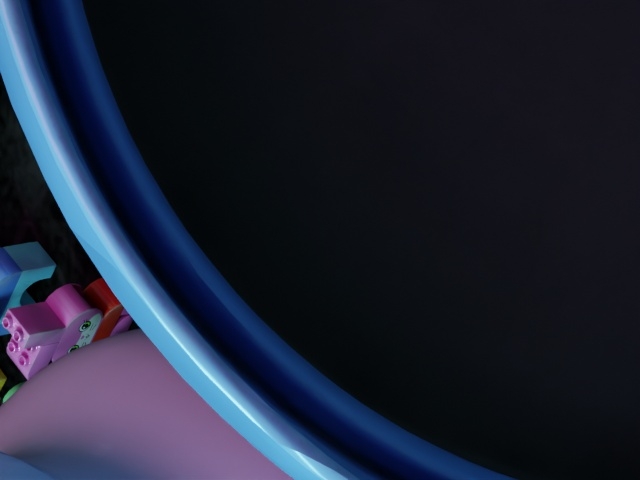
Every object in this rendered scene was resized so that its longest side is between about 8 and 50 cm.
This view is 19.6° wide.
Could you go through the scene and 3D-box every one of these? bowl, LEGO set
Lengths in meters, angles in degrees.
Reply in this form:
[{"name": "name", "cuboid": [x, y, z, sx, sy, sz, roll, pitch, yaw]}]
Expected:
[{"name": "bowl", "cuboid": [0.100, -0.097, 0.475, 0.077, 0.391, 0.391, 158, 99, -72]}, {"name": "LEGO set", "cuboid": [-0.188, 0.083, 0.944, 0.087, 0.093, 0.227, 47, 125, 26]}]

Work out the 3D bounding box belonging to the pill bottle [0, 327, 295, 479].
[{"name": "pill bottle", "cuboid": [0.012, 0.118, 0.583, 0.210, 0.363, 0.210, 9, 103, 42]}]
